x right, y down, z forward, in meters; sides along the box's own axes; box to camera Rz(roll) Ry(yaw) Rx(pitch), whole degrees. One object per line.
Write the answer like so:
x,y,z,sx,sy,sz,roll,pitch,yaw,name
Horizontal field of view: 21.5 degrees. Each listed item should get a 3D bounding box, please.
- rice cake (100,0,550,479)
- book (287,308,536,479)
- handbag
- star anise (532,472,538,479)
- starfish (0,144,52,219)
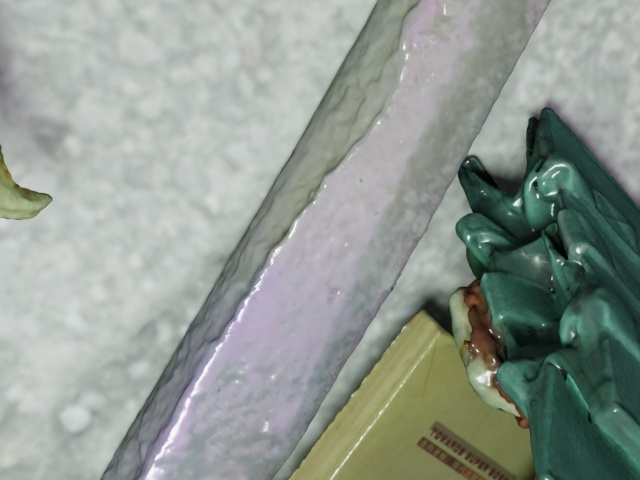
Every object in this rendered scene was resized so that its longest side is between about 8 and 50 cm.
0.000,0.000,0.827,0.070,0.064,0.399,29,93,-22,rice cake
0.029,0.164,0.893,0.231,0.026,0.161,-52,134,-1,book
0.167,0.100,0.829,0.100,0.268,0.274,-37,118,19,handbag
0.124,0.220,0.914,0.220,0.099,0.214,-19,133,-31,star anise
-0.244,-0.173,0.654,0.358,0.078,0.347,16,104,-15,starfish
